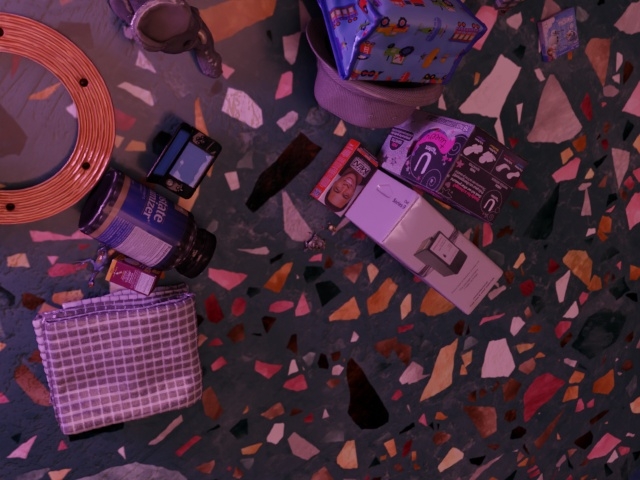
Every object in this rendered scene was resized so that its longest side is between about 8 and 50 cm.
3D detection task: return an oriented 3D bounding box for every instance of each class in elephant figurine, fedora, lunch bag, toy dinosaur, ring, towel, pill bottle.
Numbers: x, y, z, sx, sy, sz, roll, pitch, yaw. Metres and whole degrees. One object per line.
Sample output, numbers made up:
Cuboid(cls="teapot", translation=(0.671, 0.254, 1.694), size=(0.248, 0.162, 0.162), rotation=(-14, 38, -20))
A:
Cuboid(cls="elephant figurine", translation=(-0.249, -0.368, 1.012), size=(0.186, 0.169, 0.239), rotation=(14, 122, 0))
Cuboid(cls="fedora", translation=(0.085, -0.292, 1.176), size=(0.275, 0.244, 0.124), rotation=(-3, 140, -28))
Cuboid(cls="lunch bag", translation=(0.106, -0.421, 1.089), size=(0.220, 0.293, 0.138), rotation=(-5, 151, -30))
Cuboid(cls="toy dinosaur", translation=(-0.395, 0.046, 1.160), size=(0.090, 0.047, 0.082), rotation=(-9, 131, -33))
Cuboid(cls="ring", translation=(-0.503, -0.189, 1.024), size=(0.336, 0.032, 0.337), rotation=(-8, 112, -21))
Cuboid(cls="towel", translation=(-0.366, 0.218, 1.191), size=(0.283, 0.121, 0.235), rotation=(-10, 112, -21))
Cuboid(cls="pill bottle", translation=(-0.298, -0.020, 1.130), size=(0.219, 0.123, 0.123), rotation=(32, 94, -31))

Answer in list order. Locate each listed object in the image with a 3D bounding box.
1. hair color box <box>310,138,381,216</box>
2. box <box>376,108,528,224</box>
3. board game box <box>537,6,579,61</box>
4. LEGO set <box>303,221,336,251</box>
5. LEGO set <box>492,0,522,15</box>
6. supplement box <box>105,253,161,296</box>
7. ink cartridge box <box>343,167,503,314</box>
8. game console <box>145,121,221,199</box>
Cuboid(cls="hair color box", translation=(0.052, -0.126, 1.297), size=(0.072, 0.043, 0.141), rotation=(35, 93, -32))
Cuboid(cls="box", translation=(0.245, -0.152, 1.258), size=(0.163, 0.247, 0.142), rotation=(25, 96, -30))
Cuboid(cls="board game box", translation=(0.522, -0.451, 1.405), size=(0.090, 0.020, 0.090), rotation=(-28, 117, -13))
Cuboid(cls="LEGO set", translation=(-0.001, -0.002, 1.332), size=(0.054, 0.023, 0.083), rotation=(32, 94, -31))
Cuboid(cls="LEGO set", translation=(0.375, -0.570, 1.186), size=(0.255, 0.192, 0.331), rotation=(-27, 83, -35))
Cuboid(cls="supplement box", translation=(-0.338, 0.062, 1.166), size=(0.083, 0.055, 0.043), rotation=(23, 99, -6))
Cuboid(cls="ink cartridge box", translation=(0.202, -0.001, 1.320), size=(0.289, 0.211, 0.121), rotation=(38, 93, -30))
Cuboid(cls="game console", translation=(-0.241, -0.138, 1.141), size=(0.107, 0.071, 0.122), rotation=(32, 94, -31))
